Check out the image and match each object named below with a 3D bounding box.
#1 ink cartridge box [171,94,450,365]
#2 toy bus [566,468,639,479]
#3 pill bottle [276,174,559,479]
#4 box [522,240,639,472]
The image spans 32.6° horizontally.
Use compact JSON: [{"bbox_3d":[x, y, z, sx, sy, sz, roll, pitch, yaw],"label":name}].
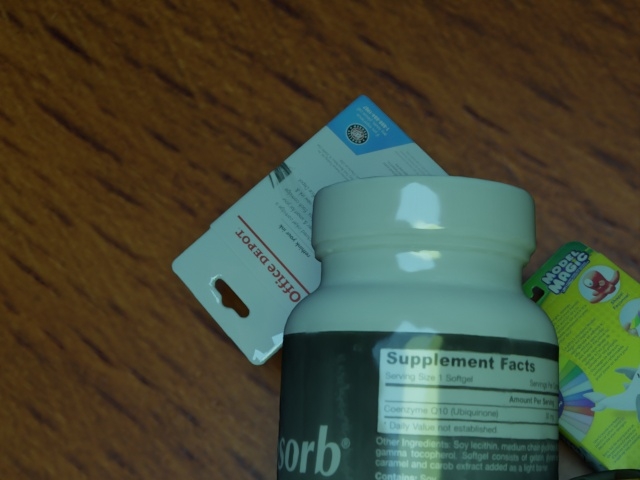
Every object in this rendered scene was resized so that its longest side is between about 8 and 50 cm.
[{"bbox_3d":[0.000,0.000,0.755,0.180,0.060,0.104,-41,68,-5],"label":"ink cartridge box"},{"bbox_3d":[0.225,0.172,0.505,0.211,0.220,0.149,-32,48,26],"label":"toy bus"},{"bbox_3d":[0.055,0.112,0.626,0.162,0.162,0.278,0,80,12],"label":"pill bottle"},{"bbox_3d":[0.189,0.088,0.682,0.105,0.043,0.179,-43,60,-4],"label":"box"}]
